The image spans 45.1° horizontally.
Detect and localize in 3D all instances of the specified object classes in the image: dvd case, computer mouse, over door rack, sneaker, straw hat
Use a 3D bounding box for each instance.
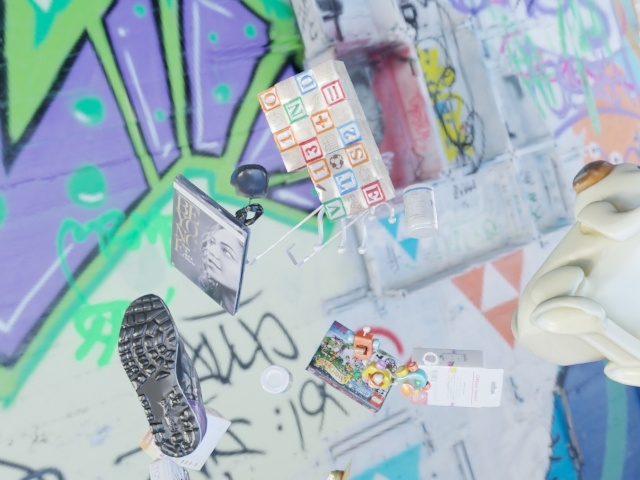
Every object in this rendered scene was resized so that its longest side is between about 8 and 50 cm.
[{"bbox_3d":[-0.192,0.013,1.304,0.018,0.165,0.221,-37,155,-37],"label":"dvd case"},{"bbox_3d":[-0.136,-0.074,1.463,0.071,0.041,0.242,0,157,-7],"label":"computer mouse"},{"bbox_3d":[0.000,0.000,1.852,0.324,0.108,0.240,-27,165,27],"label":"over door rack"},{"bbox_3d":[-0.272,0.232,1.361,0.107,0.283,0.124,-14,180,7],"label":"sneaker"},{"bbox_3d":[0.047,0.678,2.169,0.061,0.144,0.144,11,-175,5],"label":"straw hat"}]

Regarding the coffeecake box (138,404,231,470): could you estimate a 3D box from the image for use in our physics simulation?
[{"bbox_3d":[-0.321,0.460,1.842,0.068,0.142,0.185,31,174,35],"label":"coffeecake box"}]

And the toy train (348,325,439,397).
[{"bbox_3d":[0.123,0.227,1.385,0.166,0.125,0.046,15,-145,13],"label":"toy train"}]

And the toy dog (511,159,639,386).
[{"bbox_3d":[0.556,0.041,1.441,0.407,0.285,0.395,-62,-175,-20],"label":"toy dog"}]

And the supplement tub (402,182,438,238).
[{"bbox_3d":[0.220,-0.065,1.697,0.071,0.107,0.071,-5,160,-2],"label":"supplement tub"}]

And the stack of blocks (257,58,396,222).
[{"bbox_3d":[0.014,-0.191,1.550,0.171,0.297,0.087,-22,-179,21],"label":"stack of blocks"}]

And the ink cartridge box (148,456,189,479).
[{"bbox_3d":[-0.279,0.535,1.494,0.046,0.207,0.097,-23,141,4],"label":"ink cartridge box"}]

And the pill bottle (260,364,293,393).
[{"bbox_3d":[-0.096,0.316,1.749,0.065,0.065,0.116,-17,167,2],"label":"pill bottle"}]

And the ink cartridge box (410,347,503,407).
[{"bbox_3d":[0.302,0.306,1.717,0.198,0.115,0.067,2,-149,7],"label":"ink cartridge box"}]

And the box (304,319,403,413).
[{"bbox_3d":[0.096,0.351,2.147,0.159,0.233,0.044,-58,180,-29],"label":"box"}]
